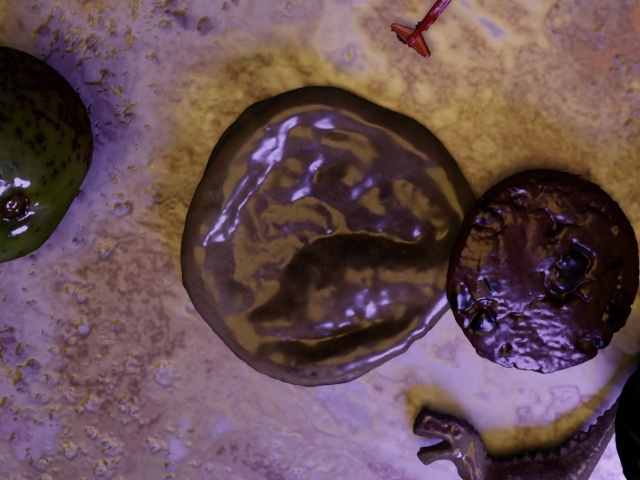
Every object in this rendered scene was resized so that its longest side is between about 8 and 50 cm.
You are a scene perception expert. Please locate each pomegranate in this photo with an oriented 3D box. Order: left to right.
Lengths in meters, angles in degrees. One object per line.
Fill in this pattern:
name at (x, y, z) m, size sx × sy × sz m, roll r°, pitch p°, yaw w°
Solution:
pomegranate at (-0.325, -0.097, 1.153) m, size 0.214 × 0.214 × 0.248 m, roll -47°, pitch 57°, yaw 14°

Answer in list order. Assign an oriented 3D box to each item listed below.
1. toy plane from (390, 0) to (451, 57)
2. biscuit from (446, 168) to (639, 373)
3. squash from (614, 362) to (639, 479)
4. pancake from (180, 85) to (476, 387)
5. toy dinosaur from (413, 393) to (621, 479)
toy plane at (0.149, -0.246, 1.106) m, size 0.126 × 0.077 × 0.194 m, roll 21°, pitch 113°, yaw 5°
biscuit at (0.204, 0.030, 1.156) m, size 0.192 × 0.049 × 0.192 m, roll -2°, pitch 101°, yaw -8°
squash at (0.366, 0.167, 1.115) m, size 0.218 × 0.172 × 0.218 m, roll 1°, pitch 88°, yaw -19°
pancake at (0.000, 0.000, 1.192) m, size 0.294 × 0.049 × 0.294 m, roll 2°, pitch 102°, yaw 7°
toy dinosaur at (0.223, 0.220, 1.209) m, size 0.251 × 0.072 × 0.200 m, roll -13°, pitch 91°, yaw 20°
